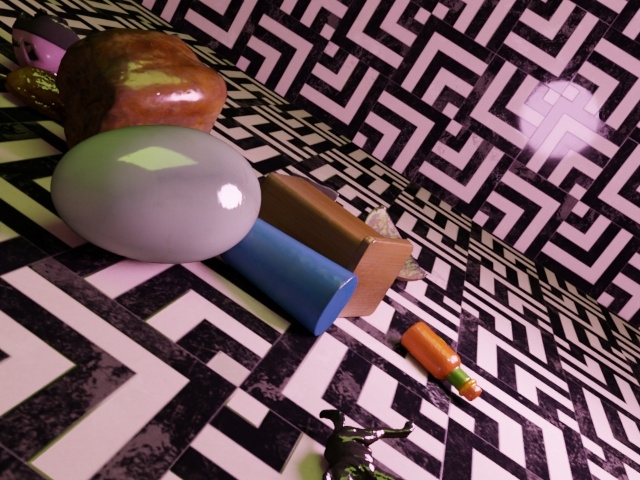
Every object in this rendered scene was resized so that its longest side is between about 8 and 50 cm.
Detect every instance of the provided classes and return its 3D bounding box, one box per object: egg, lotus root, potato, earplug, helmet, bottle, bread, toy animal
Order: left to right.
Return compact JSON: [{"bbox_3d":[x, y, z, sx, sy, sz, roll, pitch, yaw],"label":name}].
[{"bbox_3d":[-0.608,-0.432,1.616,0.199,0.154,0.253,20,-10,33],"label":"helmet"},{"bbox_3d":[-0.545,-0.307,1.489,0.344,0.084,0.124,18,22,-36],"label":"bread"},{"bbox_3d":[-0.389,-0.267,1.330,0.316,0.316,0.250,39,24,19],"label":"lotus root"},{"bbox_3d":[-0.258,-0.075,1.119,0.371,0.229,0.230,0,36,-48],"label":"egg"},{"bbox_3d":[-0.078,0.047,1.279,0.273,0.132,0.132,34,17,16],"label":"earplug"},{"bbox_3d":[0.059,0.299,0.896,0.148,0.084,0.232,25,22,-18],"label":"toy animal"},{"bbox_3d":[0.171,0.039,1.817,0.121,0.100,0.261,-15,53,-14],"label":"potato"},{"bbox_3d":[0.246,0.247,1.377,0.069,0.069,0.187,8,32,-53],"label":"bottle"}]

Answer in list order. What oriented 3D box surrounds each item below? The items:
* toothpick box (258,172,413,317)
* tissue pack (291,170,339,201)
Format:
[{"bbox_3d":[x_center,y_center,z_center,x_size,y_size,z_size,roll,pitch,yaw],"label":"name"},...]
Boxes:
[{"bbox_3d":[0.000,0.000,1.449,0.308,0.187,0.190,38,19,28],"label":"toothpick box"},{"bbox_3d":[-0.033,-0.082,1.629,0.123,0.193,0.026,34,55,8],"label":"tissue pack"}]
